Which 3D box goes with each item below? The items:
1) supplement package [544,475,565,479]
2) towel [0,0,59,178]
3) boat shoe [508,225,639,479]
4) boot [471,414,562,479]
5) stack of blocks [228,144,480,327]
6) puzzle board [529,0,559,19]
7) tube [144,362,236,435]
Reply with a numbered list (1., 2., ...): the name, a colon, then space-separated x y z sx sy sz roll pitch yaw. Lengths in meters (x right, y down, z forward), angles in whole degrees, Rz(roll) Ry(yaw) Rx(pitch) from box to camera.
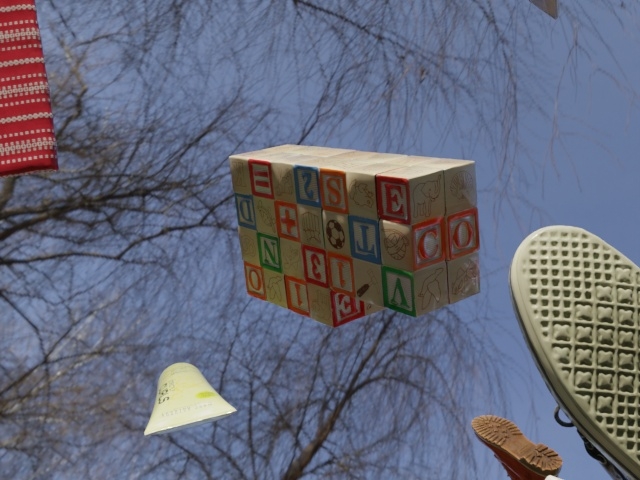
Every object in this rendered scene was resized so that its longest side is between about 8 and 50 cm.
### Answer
1. supplement package: 0.186 0.313 0.411 0.198 0.199 0.262 24 -83 -23
2. towel: -0.385 -0.186 0.782 0.199 0.031 0.274 -10 -99 -7
3. boat shoe: 0.390 0.205 0.944 0.187 0.156 0.500 -37 -90 -11
4. boot: 0.286 0.328 1.144 0.158 0.059 0.084 33 -46 47
5. stack of blocks: 0.026 -0.003 0.801 0.297 0.087 0.171 13 -66 52
6. puzzle board: 0.185 -0.276 0.752 0.128 0.096 0.011 44 -84 19
7. tube: -0.152 0.182 0.867 0.062 0.240 0.070 37 -98 -9
